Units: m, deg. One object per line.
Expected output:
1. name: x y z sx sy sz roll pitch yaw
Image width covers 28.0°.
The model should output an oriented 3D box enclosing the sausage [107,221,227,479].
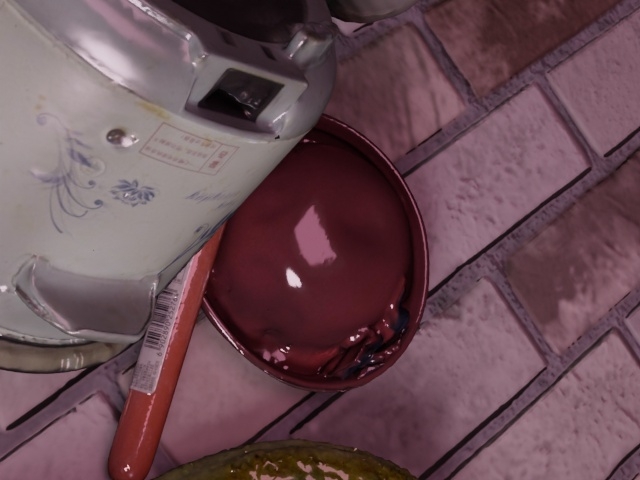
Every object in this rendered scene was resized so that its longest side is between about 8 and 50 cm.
1. sausage: -0.095 0.054 0.816 0.029 0.029 0.223 20 82 -22

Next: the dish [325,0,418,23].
1. dish: -0.062 -0.220 0.865 0.273 0.273 0.134 41 96 -11

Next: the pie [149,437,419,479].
1. pie: -0.029 0.273 0.789 0.323 0.070 0.323 9 69 -25

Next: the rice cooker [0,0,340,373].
1. rice cooker: -0.153 -0.079 0.711 0.264 0.316 0.317 7 69 -51

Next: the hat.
1. hat: 0.000 0.000 0.882 0.205 0.089 0.206 9 70 -27
